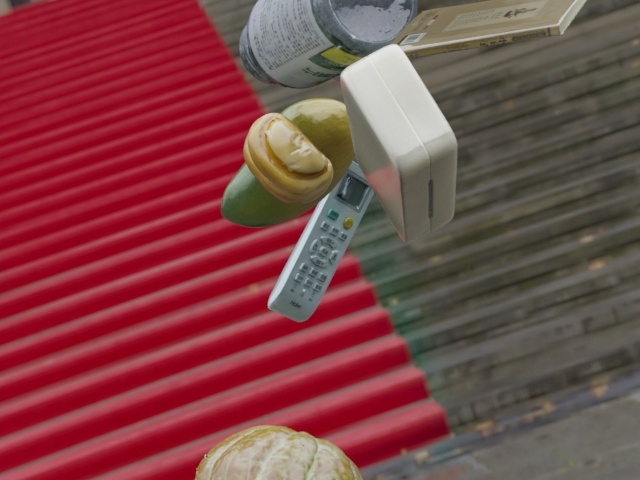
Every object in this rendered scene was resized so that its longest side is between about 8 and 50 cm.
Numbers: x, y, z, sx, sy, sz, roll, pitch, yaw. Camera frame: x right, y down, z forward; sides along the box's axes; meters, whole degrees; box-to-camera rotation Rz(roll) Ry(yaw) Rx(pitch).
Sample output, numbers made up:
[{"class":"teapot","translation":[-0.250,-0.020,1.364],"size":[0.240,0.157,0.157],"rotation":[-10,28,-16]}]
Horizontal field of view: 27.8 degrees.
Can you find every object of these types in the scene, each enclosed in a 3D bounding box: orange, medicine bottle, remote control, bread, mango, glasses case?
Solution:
[{"class":"orange","translation":[-0.067,0.461,2.286],"size":[0.329,0.329,0.249],"rotation":[-16,45,50]},{"class":"medicine bottle","translation":[-0.004,-0.274,1.646],"size":[0.141,0.141,0.293],"rotation":[-20,4,-26]},{"class":"remote control","translation":[0.001,0.000,2.260],"size":[0.051,0.293,0.103],"rotation":[28,-1,43]},{"class":"bread","translation":[-0.043,-0.099,1.585],"size":[0.084,0.119,0.177],"rotation":[-44,-1,-1]},{"class":"mango","translation":[-0.038,-0.106,1.892],"size":[0.237,0.137,0.091],"rotation":[-52,28,6]},{"class":"glasses case","translation":[0.089,-0.097,1.422],"size":[0.070,0.131,0.313],"rotation":[-29,-15,-2]}]

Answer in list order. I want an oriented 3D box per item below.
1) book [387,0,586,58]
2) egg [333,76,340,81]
[{"class":"book","translation":[0.179,-0.234,1.387],"size":[0.199,0.016,0.138],"rotation":[-4,26,29]},{"class":"egg","translation":[0.038,-0.365,2.162],"size":[0.176,0.232,0.176],"rotation":[-39,27,24]}]
